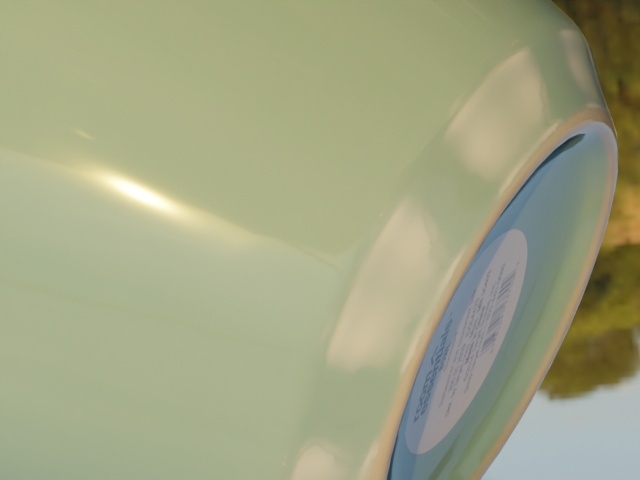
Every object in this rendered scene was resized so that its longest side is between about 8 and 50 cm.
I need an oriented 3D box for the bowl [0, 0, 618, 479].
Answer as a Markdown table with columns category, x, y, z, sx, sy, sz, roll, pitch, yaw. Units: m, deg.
| category | x | y | z | sx | sy | sz | roll | pitch | yaw |
| --- | --- | --- | --- | --- | --- | --- | --- | --- | --- |
| bowl | 0.000 | 0.000 | 0.675 | 0.163 | 0.311 | 0.311 | 26 | -168 | 21 |
